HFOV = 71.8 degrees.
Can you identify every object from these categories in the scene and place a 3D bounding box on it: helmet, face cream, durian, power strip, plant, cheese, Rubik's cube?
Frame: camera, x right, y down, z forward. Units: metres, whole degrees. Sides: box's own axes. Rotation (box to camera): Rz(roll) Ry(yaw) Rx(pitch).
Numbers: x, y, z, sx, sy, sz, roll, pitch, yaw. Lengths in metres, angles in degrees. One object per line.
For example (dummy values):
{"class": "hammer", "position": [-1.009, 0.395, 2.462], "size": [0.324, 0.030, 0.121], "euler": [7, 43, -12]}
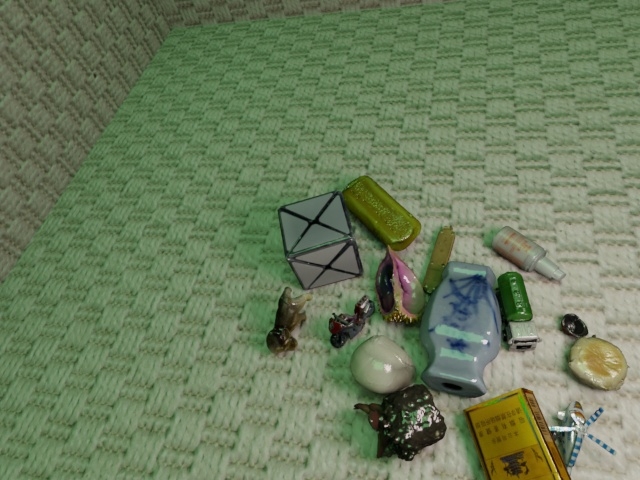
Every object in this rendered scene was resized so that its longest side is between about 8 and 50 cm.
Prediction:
{"class": "helmet", "position": [0.793, 0.276, 1.391], "size": [0.065, 0.049, 0.084], "euler": [-16, 54, -8]}
{"class": "face cream", "position": [0.723, 0.055, 1.531], "size": [0.101, 0.101, 0.251], "euler": [-39, 55, -13]}
{"class": "durian", "position": [0.283, 0.183, 1.546], "size": [0.186, 0.154, 0.261], "euler": [16, 53, -1]}
{"class": "power strip", "position": [0.441, 0.070, 1.633], "size": [0.064, 0.044, 0.305], "euler": [12, 61, 23]}
{"class": "plant", "position": [0.237, 0.528, 1.281], "size": [0.233, 0.178, 0.204], "euler": [-18, 55, -6]}
{"class": "cheese", "position": [0.184, 0.396, 1.396], "size": [0.198, 0.189, 0.154], "euler": [34, 102, 33]}
{"class": "Rubik's cube", "position": [0.000, 0.000, 1.664], "size": [0.254, 0.260, 0.259], "euler": [-16, 51, 2]}

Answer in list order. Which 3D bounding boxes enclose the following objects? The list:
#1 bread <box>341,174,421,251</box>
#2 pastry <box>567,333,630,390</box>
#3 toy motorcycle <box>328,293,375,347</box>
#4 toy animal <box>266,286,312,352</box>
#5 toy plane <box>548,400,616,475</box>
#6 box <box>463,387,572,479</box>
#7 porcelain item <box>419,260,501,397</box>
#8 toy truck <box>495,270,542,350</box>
{"class": "bread", "position": [0.235, -0.107, 1.765], "size": [0.166, 0.112, 0.383], "euler": [-36, 56, -9]}
{"class": "pastry", "position": [0.813, 0.362, 1.301], "size": [0.165, 0.088, 0.166], "euler": [-8, 54, 11]}
{"class": "toy motorcycle", "position": [0.102, 0.270, 1.534], "size": [0.213, 0.122, 0.082], "euler": [-44, 43, -18]}
{"class": "toy animal", "position": [-0.113, 0.280, 1.559], "size": [0.121, 0.233, 0.168], "euler": [20, 22, 15]}
{"class": "toy plane", "position": [0.685, 0.577, 1.196], "size": [0.181, 0.107, 0.273], "euler": [0, 70, 6]}
{"class": "box", "position": [0.528, 0.574, 1.175], "size": [0.193, 0.084, 0.302], "euler": [-39, 45, 33]}
{"class": "porcelain item", "position": [0.446, 0.271, 1.406], "size": [0.242, 0.178, 0.405], "euler": [8, 56, 20]}
{"class": "toy truck", "position": [0.630, 0.224, 1.424], "size": [0.101, 0.125, 0.243], "euler": [-5, 56, 10]}
